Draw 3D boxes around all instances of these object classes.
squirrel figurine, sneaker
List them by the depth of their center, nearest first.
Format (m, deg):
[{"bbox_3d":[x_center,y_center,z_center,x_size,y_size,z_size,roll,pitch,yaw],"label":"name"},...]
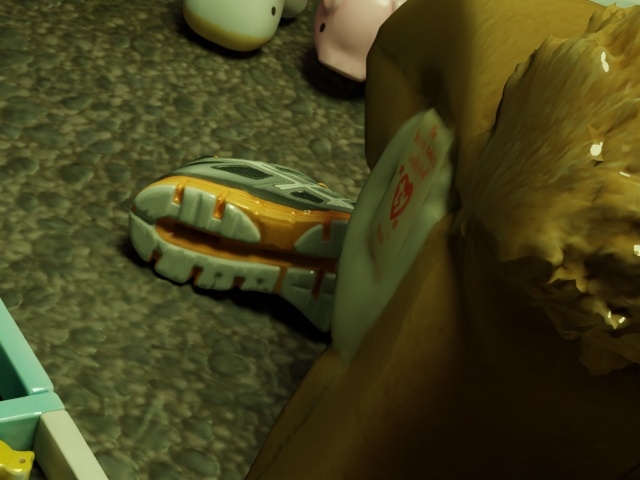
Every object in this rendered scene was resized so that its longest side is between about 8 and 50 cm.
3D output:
[{"bbox_3d":[0.213,0.037,0.694,0.370,0.397,0.281,20,69,-16],"label":"squirrel figurine"},{"bbox_3d":[0.000,0.000,0.916,0.214,0.084,0.083,22,29,3],"label":"sneaker"}]

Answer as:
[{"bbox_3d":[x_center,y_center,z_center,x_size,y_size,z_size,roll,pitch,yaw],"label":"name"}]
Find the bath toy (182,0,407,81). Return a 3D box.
[{"bbox_3d":[0.025,-0.179,1.140,0.348,0.129,0.151,24,68,5],"label":"bath toy"}]

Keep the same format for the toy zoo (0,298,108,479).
[{"bbox_3d":[-0.208,0.094,0.714,0.192,0.030,0.293,-7,42,-35],"label":"toy zoo"}]

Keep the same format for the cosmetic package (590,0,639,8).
[{"bbox_3d":[0.226,-0.265,1.394,0.284,0.097,0.377,11,35,-17],"label":"cosmetic package"}]
